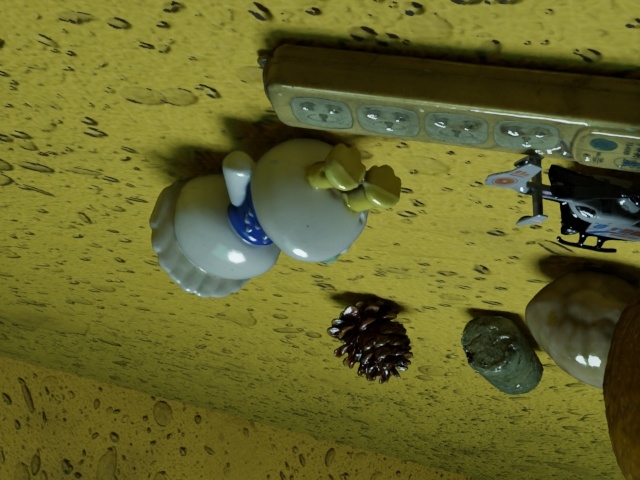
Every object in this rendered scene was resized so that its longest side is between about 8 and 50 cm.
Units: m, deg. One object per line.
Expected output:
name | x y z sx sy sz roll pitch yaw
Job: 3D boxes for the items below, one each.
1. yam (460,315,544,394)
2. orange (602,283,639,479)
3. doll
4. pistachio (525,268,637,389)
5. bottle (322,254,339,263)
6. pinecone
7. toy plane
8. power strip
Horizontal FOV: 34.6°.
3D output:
yam | 0.228 0.145 1.277 0.078 0.078 0.179 4 164 23
orange | 0.344 0.106 0.668 0.322 0.322 0.357 13 177 -4
doll | -0.051 -0.022 0.891 0.138 0.119 0.293 31 150 -27
pistachio | 0.283 0.098 1.017 0.185 0.108 0.126 30 148 -29
bottle | 0.000 0.000 1.044 0.030 0.030 0.083 7 163 15
pinecone | 0.068 0.123 1.276 0.109 0.102 0.102 37 175 29
toy plane | 0.199 -0.030 0.761 0.197 0.053 0.078 11 162 -30
power strip | 0.100 -0.088 0.681 0.305 0.044 0.064 8 161 12
